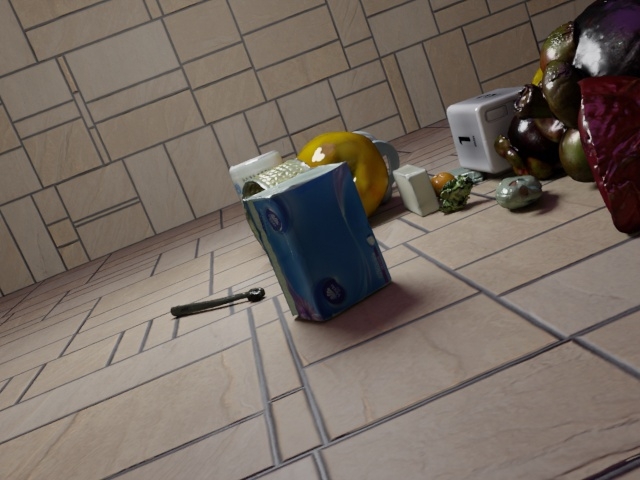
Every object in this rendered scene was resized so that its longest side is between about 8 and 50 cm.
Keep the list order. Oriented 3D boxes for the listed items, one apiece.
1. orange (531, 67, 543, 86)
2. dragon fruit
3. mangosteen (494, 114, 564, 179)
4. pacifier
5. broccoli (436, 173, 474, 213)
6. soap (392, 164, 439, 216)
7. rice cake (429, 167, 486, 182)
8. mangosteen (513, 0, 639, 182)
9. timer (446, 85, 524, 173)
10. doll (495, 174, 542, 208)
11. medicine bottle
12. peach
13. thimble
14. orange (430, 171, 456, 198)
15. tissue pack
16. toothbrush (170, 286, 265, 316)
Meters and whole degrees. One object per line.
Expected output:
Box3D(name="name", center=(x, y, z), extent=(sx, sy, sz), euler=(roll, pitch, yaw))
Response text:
Box3D(name="orange", center=(0.712, -0.389, 1.842), extent=(0.235, 0.279, 0.279), euler=(-53, 6, 13))
Box3D(name="dragon fruit", center=(0.584, -0.121, 1.192), extent=(0.302, 0.240, 0.330), euler=(14, 50, 21))
Box3D(name="mangosteen", center=(0.558, -0.251, 1.665), extent=(0.210, 0.209, 0.210), euler=(-20, 12, 5))
Box3D(name="pacifier", center=(0.153, -0.204, 2.170), extent=(0.299, 0.244, 0.233), euler=(-26, 43, -14))
Box3D(name="broccoli", center=(0.340, -0.117, 1.678), extent=(0.097, 0.095, 0.092), euler=(-4, 7, 34))
Box3D(name="soap", center=(0.261, -0.139, 1.830), extent=(0.064, 0.121, 0.183), euler=(-23, 13, -3))
Box3D(name="rice cake", center=(0.394, -0.183, 1.994), extent=(0.211, 0.038, 0.124), euler=(-15, 14, 28))
Box3D(name="mangosteen", center=(0.656, -0.331, 1.407), extent=(0.421, 0.381, 0.381), euler=(-31, 14, -13))
Box3D(name="timer", center=(0.492, -0.309, 1.841), extent=(0.192, 0.194, 0.195), euler=(-21, 13, -10))
Box3D(name="doll", center=(0.448, -0.109, 1.500), extent=(0.104, 0.071, 0.214), euler=(-6, 7, 13))
Box3D(name="medicine bottle", center=(-0.152, -0.116, 2.028), extent=(0.170, 0.292, 0.170), euler=(-22, 10, 4))
Box3D(name="peach", center=(0.057, -0.189, 1.973), extent=(0.289, 0.289, 0.308), euler=(-22, 8, -4))
Box3D(name="thimble", center=(-0.087, -0.077, 1.809), extent=(0.150, 0.270, 0.271), euler=(-28, 14, -26))
Box3D(name="orange", center=(0.349, -0.156, 1.876), extent=(0.083, 0.070, 0.083), euler=(-22, 16, 7))
Box3D(name="tissue pack", center=(0.000, 0.000, 1.315), extent=(0.198, 0.263, 0.146), euler=(-28, 14, -28))
Box3D(name="toothbrush", center=(-0.262, 0.156, 1.649), extent=(0.297, 0.030, 0.030), euler=(-14, 24, 30))
